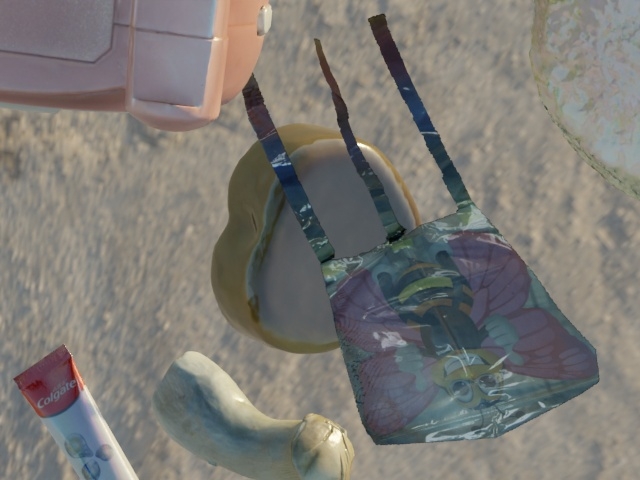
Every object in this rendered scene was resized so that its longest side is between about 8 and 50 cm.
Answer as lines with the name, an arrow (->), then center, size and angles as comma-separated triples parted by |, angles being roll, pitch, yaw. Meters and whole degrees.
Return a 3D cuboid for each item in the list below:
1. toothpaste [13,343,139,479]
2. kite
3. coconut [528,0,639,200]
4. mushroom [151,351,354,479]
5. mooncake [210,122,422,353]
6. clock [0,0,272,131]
toothpaste -> -0.148, 0.165, 1.283 | 0.048, 0.031, 0.190 | -34, 85, 17
kite -> 0.061, 0.010, 1.384 | 0.204, 0.022, 0.360 | -20, 113, 22
coconut -> 0.169, -0.085, 0.721 | 0.152, 0.147, 0.147 | -11, 74, -52
mushroom -> -0.066, 0.183, 1.755 | 0.223, 0.081, 0.092 | 24, 89, 37
mooncake -> 0.000, 0.000, 1.919 | 0.234, 0.117, 0.235 | -11, 109, -34
clock -> -0.135, -0.144, 0.945 | 0.227, 0.241, 0.142 | 8, 99, 5
